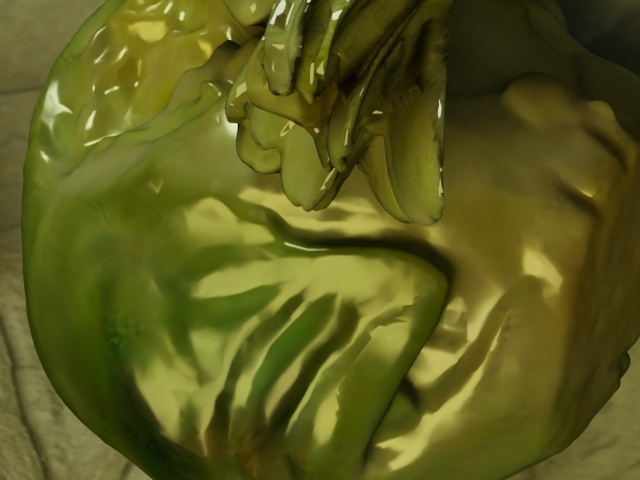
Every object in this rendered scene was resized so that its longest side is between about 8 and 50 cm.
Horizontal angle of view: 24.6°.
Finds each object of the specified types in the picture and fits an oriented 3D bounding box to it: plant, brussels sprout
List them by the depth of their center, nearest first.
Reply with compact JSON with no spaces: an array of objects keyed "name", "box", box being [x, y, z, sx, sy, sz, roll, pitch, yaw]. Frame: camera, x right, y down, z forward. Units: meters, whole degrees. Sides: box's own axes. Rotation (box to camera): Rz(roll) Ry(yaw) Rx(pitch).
[{"name":"plant","box":[0.044,-0.181,0.584,0.261,0.297,0.306,29,126,34]},{"name":"brussels sprout","box":[0.000,0.000,0.738,0.344,0.268,0.344,16,123,26]}]
